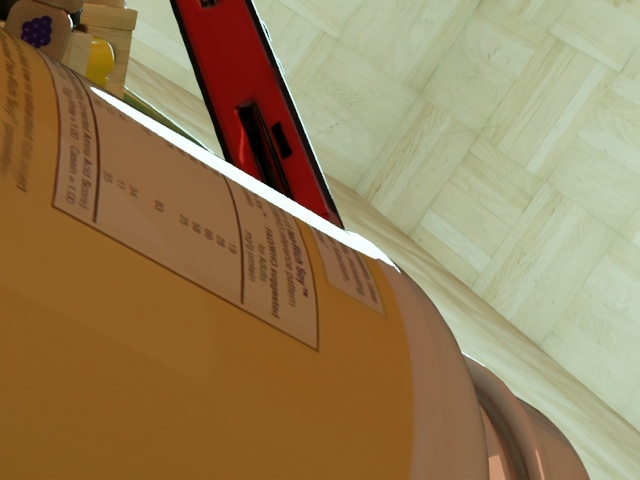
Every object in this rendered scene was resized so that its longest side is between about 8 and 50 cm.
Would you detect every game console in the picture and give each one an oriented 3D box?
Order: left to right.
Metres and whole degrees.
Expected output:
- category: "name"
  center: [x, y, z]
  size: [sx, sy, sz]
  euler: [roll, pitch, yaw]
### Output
- category: "game console"
  center: [0.000, 0.000, 1.236]
  size: [0.342, 0.060, 0.386]
  euler: [62, 6, -49]

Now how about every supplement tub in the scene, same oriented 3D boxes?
- category: "supplement tub"
  center: [-0.107, 0.067, 0.467]
  size: [0.331, 0.241, 0.241]
  euler: [30, 8, -29]

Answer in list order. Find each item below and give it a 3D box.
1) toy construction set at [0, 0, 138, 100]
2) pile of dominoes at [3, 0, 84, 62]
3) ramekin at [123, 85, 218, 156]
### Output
- category: "toy construction set"
  center: [-0.238, -0.109, 0.929]
  size: [0.327, 0.151, 0.215]
  euler: [-15, 25, -36]
- category: "pile of dominoes"
  center: [-0.251, -0.078, 0.771]
  size: [0.251, 0.196, 0.040]
  euler: [17, -7, 3]
- category: "ramekin"
  center: [-0.211, -0.052, 1.232]
  size: [0.303, 0.148, 0.303]
  euler: [33, 6, -4]
